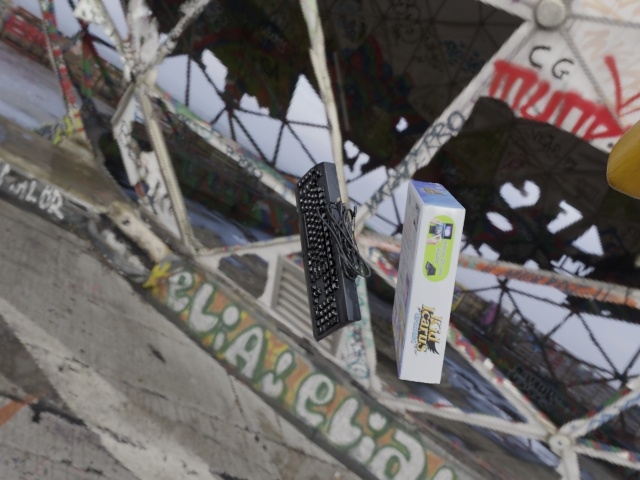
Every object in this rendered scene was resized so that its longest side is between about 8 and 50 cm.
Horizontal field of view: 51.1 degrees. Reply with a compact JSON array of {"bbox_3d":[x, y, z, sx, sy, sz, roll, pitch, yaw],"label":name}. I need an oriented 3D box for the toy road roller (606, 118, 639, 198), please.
[{"bbox_3d":[0.449,-0.120,0.699,0.241,0.329,0.202,22,-28,-4],"label":"toy road roller"}]

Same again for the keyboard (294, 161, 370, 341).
[{"bbox_3d":[0.000,0.000,0.695,0.038,0.100,0.192,11,57,-36],"label":"keyboard"}]

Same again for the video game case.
[{"bbox_3d":[0.154,0.048,1.008,0.061,0.244,0.269,7,12,2],"label":"video game case"}]
